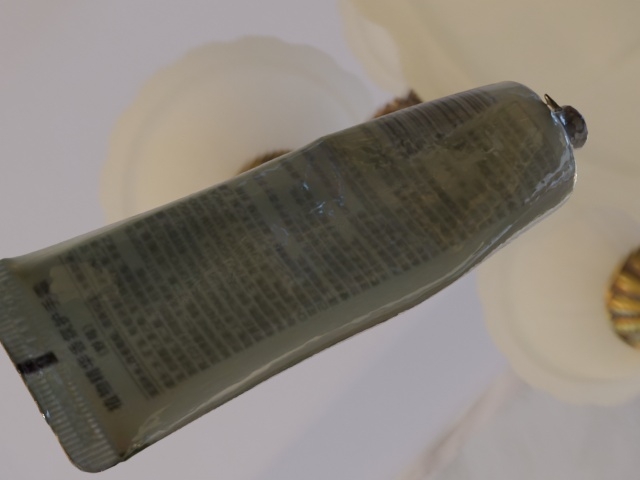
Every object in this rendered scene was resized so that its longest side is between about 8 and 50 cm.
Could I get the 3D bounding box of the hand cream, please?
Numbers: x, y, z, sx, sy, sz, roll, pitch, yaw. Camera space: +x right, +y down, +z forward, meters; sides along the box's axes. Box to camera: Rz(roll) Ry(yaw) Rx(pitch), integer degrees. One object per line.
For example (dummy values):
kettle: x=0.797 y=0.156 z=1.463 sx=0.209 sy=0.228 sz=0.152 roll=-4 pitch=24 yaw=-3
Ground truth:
hand cream: x=0.000 y=0.000 z=0.413 sx=0.165 sy=0.037 sz=0.057 roll=-25 pitch=-113 yaw=-26
